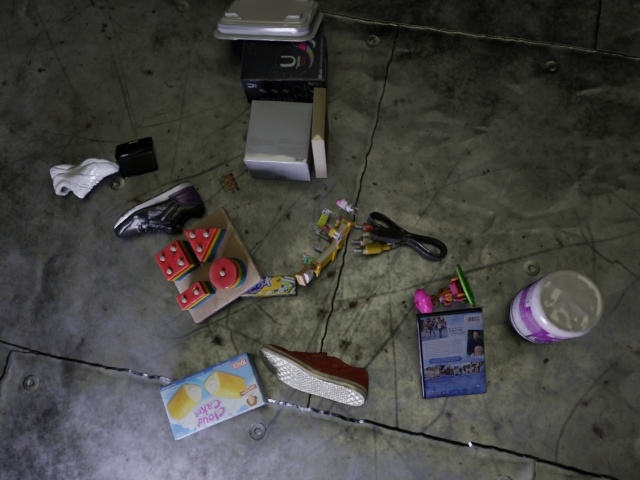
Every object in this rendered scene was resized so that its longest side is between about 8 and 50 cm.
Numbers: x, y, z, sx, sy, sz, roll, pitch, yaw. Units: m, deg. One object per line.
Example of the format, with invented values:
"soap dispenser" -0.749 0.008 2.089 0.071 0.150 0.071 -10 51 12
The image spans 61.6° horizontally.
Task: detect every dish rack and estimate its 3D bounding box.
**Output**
"dish rack" -0.168 -0.743 1.770 0.333 0.072 0.285 5 41 7

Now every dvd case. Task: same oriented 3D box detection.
"dvd case" 0.365 0.315 1.496 0.181 0.022 0.252 -6 102 2

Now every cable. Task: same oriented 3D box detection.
"cable" 0.241 -0.006 1.646 0.288 0.072 0.139 10 58 -7

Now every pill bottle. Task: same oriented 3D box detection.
"pill bottle" 0.607 0.187 1.430 0.170 0.301 0.169 -1 75 4

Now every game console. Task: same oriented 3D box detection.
"game console" -0.605 -0.275 1.773 0.122 0.071 0.107 -15 44 -2

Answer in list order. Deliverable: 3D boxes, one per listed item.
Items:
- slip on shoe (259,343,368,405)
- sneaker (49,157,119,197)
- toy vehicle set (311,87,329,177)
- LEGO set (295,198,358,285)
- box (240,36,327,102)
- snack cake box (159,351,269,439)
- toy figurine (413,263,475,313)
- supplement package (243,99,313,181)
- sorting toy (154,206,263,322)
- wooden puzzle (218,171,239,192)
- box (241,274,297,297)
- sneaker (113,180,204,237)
"slip on shoe" -0.017 0.365 1.526 0.332 0.123 0.101 16 44 12
"sneaker" -0.750 -0.196 1.728 0.232 0.090 0.115 -11 82 11
"toy vehicle set" 0.002 -0.316 1.620 0.035 0.267 0.165 2 74 3
"LEGO set" 0.000 0.000 1.613 0.107 0.132 0.287 32 85 20
"box" -0.113 -0.556 1.755 0.271 0.143 0.165 0 74 4
"snack cake box" -0.298 0.438 1.521 0.265 0.089 0.152 -22 74 -3
"toy figurine" 0.350 0.157 1.549 0.159 0.173 0.130 -22 74 17
"supplement package" -0.121 -0.309 1.684 0.194 0.149 0.203 4 75 4
"sorting toy" -0.341 0.072 1.579 0.256 0.089 0.257 -35 75 14
"wooden puzzle" -0.298 -0.187 1.734 0.049 0.006 0.083 -27 75 -4
"box" -0.156 0.139 1.613 0.169 0.054 0.059 -3 75 2
"sneaker" -0.497 -0.065 1.665 0.283 0.107 0.124 -31 81 -5
